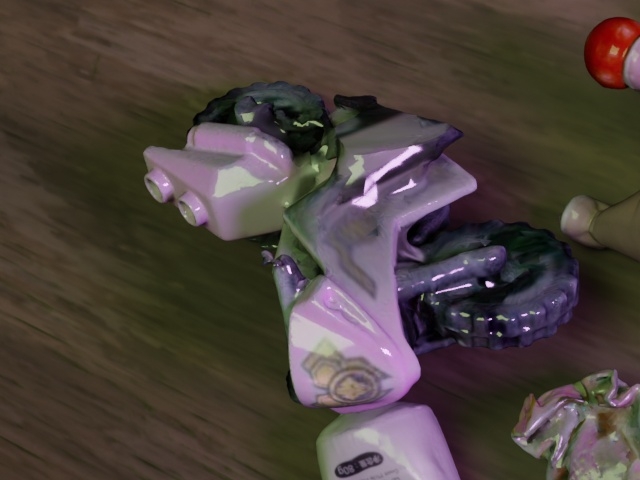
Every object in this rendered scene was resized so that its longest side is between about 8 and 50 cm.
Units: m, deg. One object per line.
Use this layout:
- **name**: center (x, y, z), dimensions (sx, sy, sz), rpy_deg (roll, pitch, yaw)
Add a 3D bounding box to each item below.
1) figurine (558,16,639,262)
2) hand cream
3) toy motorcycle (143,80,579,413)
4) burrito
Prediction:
- **figurine**: center (0.247, -0.008, 1.062), dimensions (0.287, 0.186, 0.176), rpy_deg (36, 97, 38)
- **hand cream**: center (0.069, 0.239, 1.195), dimensions (0.121, 0.076, 0.336), rpy_deg (-22, 78, 27)
- **toy motorcycle**: center (0.000, 0.000, 1.190), dimensions (0.188, 0.143, 0.327), rpy_deg (-35, 46, -24)
- **burrito**: center (0.212, 0.218, 1.107), dimensions (0.096, 0.066, 0.309), rpy_deg (-33, 70, 19)
